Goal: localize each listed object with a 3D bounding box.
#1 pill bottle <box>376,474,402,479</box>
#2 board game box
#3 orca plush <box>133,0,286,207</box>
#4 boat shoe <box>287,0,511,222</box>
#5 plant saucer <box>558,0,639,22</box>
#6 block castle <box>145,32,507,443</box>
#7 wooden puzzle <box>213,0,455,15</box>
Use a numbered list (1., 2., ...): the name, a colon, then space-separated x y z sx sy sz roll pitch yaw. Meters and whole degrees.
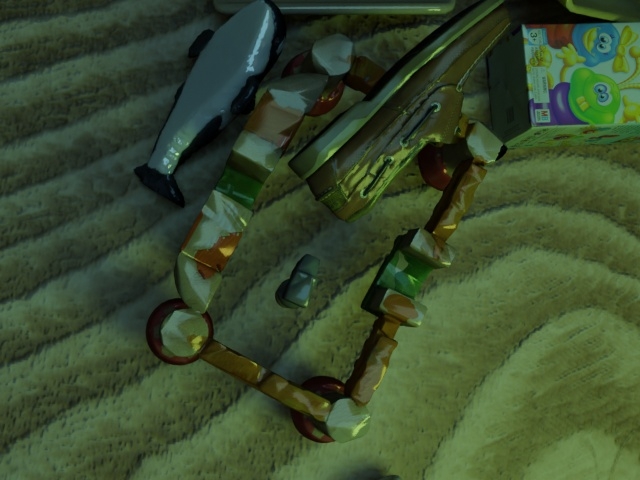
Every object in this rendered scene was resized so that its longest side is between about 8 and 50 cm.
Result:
1. pill bottle: 0.108 0.392 1.208 0.087 0.087 0.160 -33 90 -11
2. board game box: 0.387 -0.213 1.286 0.275 0.144 0.142 -3 85 -10
3. orca plush: -0.119 -0.173 1.224 0.102 0.151 0.287 21 95 -48
4. boat shoe: 0.108 -0.148 1.049 0.307 0.111 0.104 -42 97 -1
5. plant saucer: 0.405 -0.461 1.256 0.333 0.081 0.333 -5 105 -45
6. block castle: 0.000 0.000 1.171 0.303 0.213 0.453 28 81 -7
7. wooden puzzle: 0.018 -0.459 1.273 0.322 0.080 0.348 0 79 0
